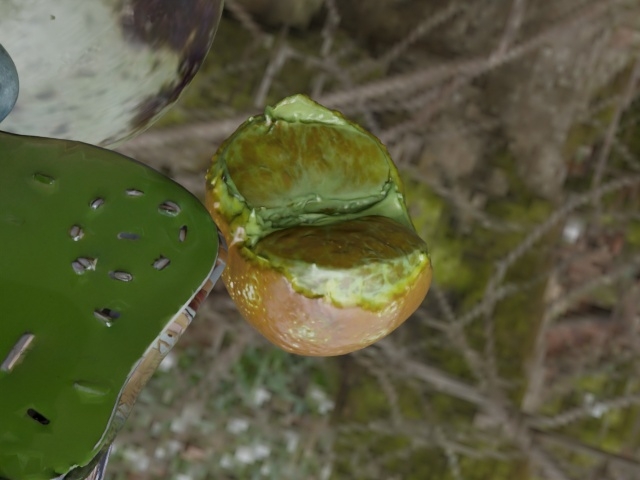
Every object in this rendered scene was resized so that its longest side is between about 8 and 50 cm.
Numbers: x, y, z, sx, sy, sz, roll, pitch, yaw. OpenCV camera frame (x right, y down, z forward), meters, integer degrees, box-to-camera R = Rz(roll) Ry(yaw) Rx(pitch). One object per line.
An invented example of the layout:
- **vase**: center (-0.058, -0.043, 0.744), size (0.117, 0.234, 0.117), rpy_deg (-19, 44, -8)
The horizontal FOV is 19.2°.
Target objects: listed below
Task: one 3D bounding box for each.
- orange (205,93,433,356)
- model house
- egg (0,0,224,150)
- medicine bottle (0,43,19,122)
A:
- **orange**: center (-0.002, 0.002, 1.645), size (0.179, 0.237, 0.158), rpy_deg (-13, 140, -20)
- **model house**: center (-0.204, 0.052, 1.037), size (0.294, 0.207, 0.154), rpy_deg (19, 145, 19)
- **egg**: center (-0.269, -0.254, 1.473), size (0.428, 0.345, 0.345), rpy_deg (44, 163, -12)
- **medicine bottle**: center (-0.226, -0.033, 0.862), size (0.090, 0.208, 0.054), rpy_deg (33, 143, 4)
